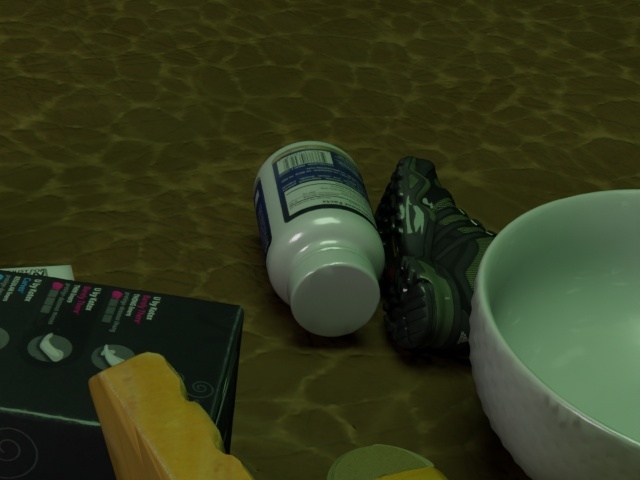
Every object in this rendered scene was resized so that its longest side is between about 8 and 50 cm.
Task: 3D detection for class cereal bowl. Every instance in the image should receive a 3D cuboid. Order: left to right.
[{"bbox_3d":[0.263,0.108,1.081,0.339,0.141,0.339,5,32,-3],"label":"cereal bowl"}]

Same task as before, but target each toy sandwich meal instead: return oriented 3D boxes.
[{"bbox_3d":[0.042,0.170,1.045,0.085,0.029,0.085,5,37,-4],"label":"toy sandwich meal"}]

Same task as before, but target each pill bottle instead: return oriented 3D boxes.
[{"bbox_3d":[0.000,0.000,1.241,0.094,0.094,0.169,1,33,-10],"label":"pill bottle"}]

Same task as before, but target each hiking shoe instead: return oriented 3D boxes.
[{"bbox_3d":[0.105,0.017,1.266,0.114,0.086,0.227,14,36,-14],"label":"hiking shoe"}]

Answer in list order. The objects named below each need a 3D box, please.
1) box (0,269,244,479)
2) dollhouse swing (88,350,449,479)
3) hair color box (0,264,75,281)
[{"bbox_3d":[-0.193,0.122,0.942,0.270,0.165,0.143,8,32,2],"label":"box"},{"bbox_3d":[0.078,0.204,0.742,0.315,0.305,0.347,-11,36,-27],"label":"dollhouse swing"},{"bbox_3d":[-0.207,0.075,1.128,0.072,0.043,0.141,-3,35,-15],"label":"hair color box"}]
